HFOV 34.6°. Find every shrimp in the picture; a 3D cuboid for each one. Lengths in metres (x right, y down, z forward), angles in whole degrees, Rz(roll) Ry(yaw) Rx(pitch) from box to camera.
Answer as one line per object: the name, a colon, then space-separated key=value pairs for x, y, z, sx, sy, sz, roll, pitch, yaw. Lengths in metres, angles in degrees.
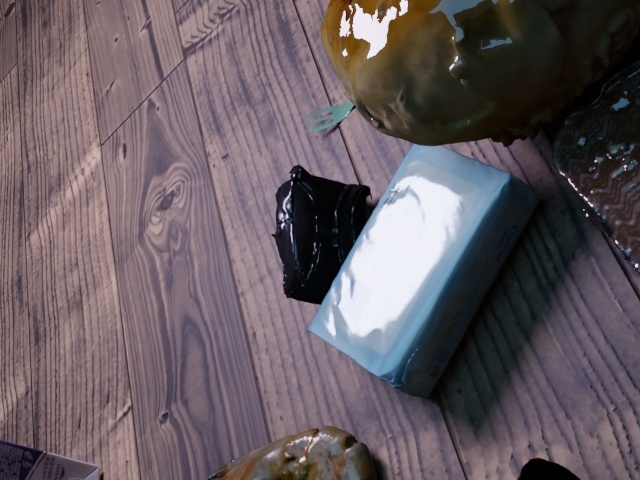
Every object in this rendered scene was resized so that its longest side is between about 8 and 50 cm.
shrimp: x=-0.056 y=0.309 z=1.210 sx=0.294 sy=0.062 sz=0.154 roll=-22 pitch=59 yaw=37

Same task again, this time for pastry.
pastry: x=0.194 y=-0.276 z=1.116 sx=0.409 sy=0.245 sz=0.409 roll=-34 pitch=35 yaw=28

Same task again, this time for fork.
fork: x=0.070 y=-0.210 z=1.408 sx=0.235 sy=0.021 sz=0.039 roll=-29 pitch=53 yaw=32

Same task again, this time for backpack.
backpack: x=-0.003 y=0.001 z=1.294 sx=0.106 sy=0.120 sz=0.165 roll=140 pitch=141 yaw=-57

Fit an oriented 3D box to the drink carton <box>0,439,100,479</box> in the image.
drink carton: x=-0.441 y=0.364 z=1.468 sx=0.134 sy=0.222 sz=0.102 roll=-32 pitch=48 yaw=32

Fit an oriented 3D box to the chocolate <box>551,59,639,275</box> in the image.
chocolate: x=0.327 y=-0.060 z=0.979 sx=0.148 sy=0.093 sz=0.214 roll=-42 pitch=43 yaw=21

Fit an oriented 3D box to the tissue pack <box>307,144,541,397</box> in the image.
tissue pack: x=0.115 y=0.029 z=1.165 sx=0.177 sy=0.089 sz=0.263 roll=29 pitch=89 yaw=50

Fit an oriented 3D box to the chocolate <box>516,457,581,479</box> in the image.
chocolate: x=0.184 y=0.271 z=0.927 sx=0.133 sy=0.124 sz=0.127 roll=116 pitch=153 yaw=-53
